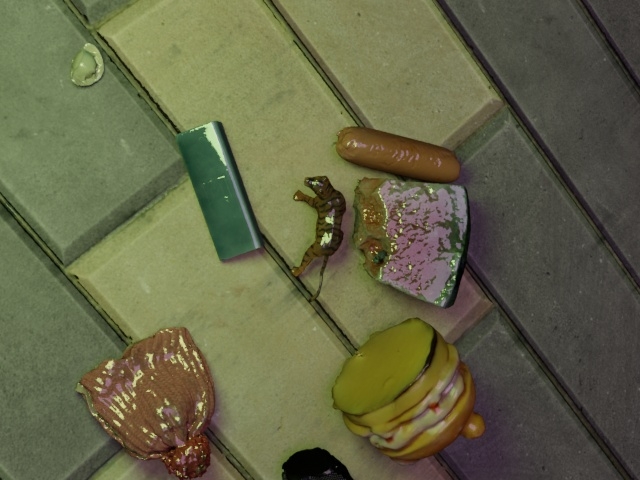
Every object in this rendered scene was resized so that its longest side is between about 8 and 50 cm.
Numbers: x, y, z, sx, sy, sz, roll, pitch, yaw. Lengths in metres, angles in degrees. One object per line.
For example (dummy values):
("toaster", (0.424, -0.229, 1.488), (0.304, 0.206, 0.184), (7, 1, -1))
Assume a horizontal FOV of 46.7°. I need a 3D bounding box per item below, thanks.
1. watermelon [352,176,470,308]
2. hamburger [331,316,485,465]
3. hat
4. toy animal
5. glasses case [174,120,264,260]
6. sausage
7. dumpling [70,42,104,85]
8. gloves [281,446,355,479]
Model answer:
("watermelon", (0.217, 0.005, 1.571), (0.302, 0.151, 0.264), (11, 85, -19))
("hamburger", (0.186, 0.318, 1.497), (0.276, 0.276, 0.237), (-49, 111, -15))
("hat", (-0.296, 0.322, 1.398), (0.236, 0.107, 0.286), (-31, 74, -18))
("toy animal", (0.008, -0.001, 1.517), (0.114, 0.116, 0.255), (2, 88, -18))
("glasses case", (-0.196, -0.100, 1.482), (0.105, 0.056, 0.266), (-21, 94, -20))
("sausage", (0.168, -0.184, 1.598), (0.289, 0.086, 0.086), (10, 84, -18))
("dumpling", (-0.443, -0.330, 1.415), (0.059, 0.043, 0.077), (20, 65, -34))
("gloves", (0.007, 0.508, 1.517), (0.129, 0.106, 0.181), (-33, 127, -16))
